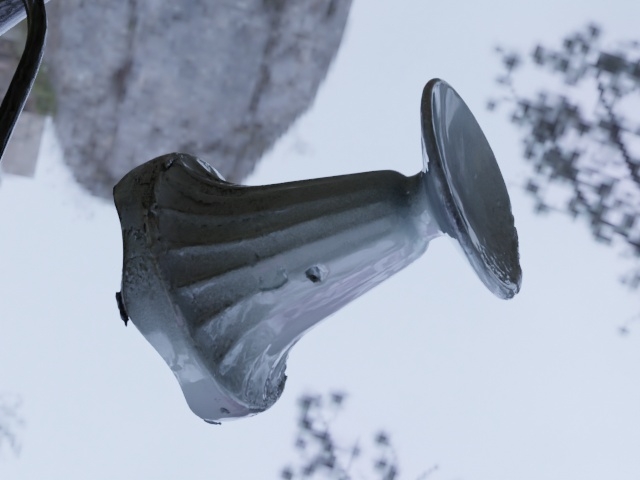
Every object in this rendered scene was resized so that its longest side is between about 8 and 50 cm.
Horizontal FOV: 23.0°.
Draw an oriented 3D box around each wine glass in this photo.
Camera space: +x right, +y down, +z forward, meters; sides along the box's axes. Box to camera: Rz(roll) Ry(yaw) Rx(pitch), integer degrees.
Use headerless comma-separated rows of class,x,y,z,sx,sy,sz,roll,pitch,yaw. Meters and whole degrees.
wine glass,0.000,0.000,0.885,0.196,0.165,0.165,-22,-163,21

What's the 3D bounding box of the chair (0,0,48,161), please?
chair,-0.368,-0.056,0.865,0.364,0.362,0.410,26,159,-22
